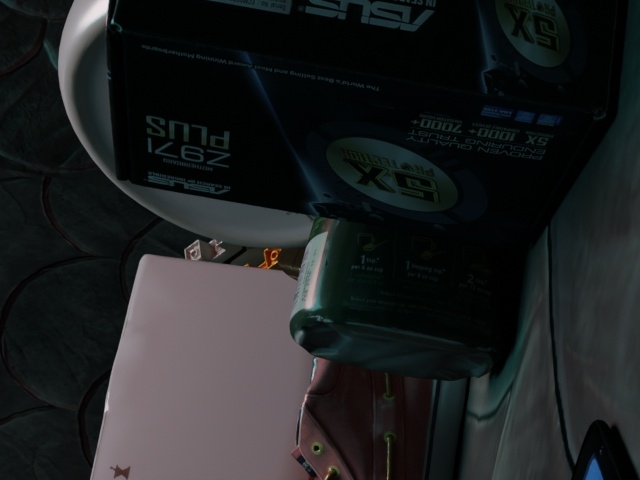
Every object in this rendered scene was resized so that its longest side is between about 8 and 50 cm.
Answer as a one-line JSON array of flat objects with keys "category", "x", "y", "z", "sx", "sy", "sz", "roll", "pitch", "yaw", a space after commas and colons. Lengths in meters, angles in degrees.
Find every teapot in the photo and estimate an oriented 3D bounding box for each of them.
[{"category": "teapot", "x": -0.031, "y": -0.133, "z": 1.074, "sx": 0.252, "sy": 0.256, "sz": 0.187, "roll": 85, "pitch": -159, "yaw": -48}]

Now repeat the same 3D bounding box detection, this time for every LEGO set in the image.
[{"category": "LEGO set", "x": 0.000, "y": 0.000, "z": 1.402, "sx": 0.227, "sy": 0.093, "sz": 0.087, "roll": -34, "pitch": 50, "yaw": 31}]

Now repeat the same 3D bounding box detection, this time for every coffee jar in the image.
[{"category": "coffee jar", "x": 0.046, "y": -0.034, "z": 0.770, "sx": 0.079, "sy": 0.096, "sz": 0.184, "roll": 114, "pitch": 167, "yaw": -71}]

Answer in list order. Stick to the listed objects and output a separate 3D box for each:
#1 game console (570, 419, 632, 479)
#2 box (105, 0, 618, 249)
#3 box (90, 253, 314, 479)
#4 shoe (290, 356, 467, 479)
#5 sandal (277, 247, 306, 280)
[{"category": "game console", "x": 0.045, "y": 0.114, "z": 0.465, "sx": 0.122, "sy": 0.107, "sz": 0.071, "roll": -85, "pitch": -23, "yaw": -75}, {"category": "box", "x": 0.012, "y": -0.068, "z": 0.658, "sx": 0.147, "sy": 0.180, "sz": 0.077, "roll": 106, "pitch": 174, "yaw": -70}, {"category": "box", "x": -0.074, "y": 0.196, "z": 1.424, "sx": 0.345, "sy": 0.168, "sz": 0.215, "roll": 87, "pitch": -170, "yaw": -59}, {"category": "shoe", "x": 0.023, "y": 0.126, "z": 0.836, "sx": 0.063, "sy": 0.081, "sz": 0.178, "roll": 105, "pitch": 174, "yaw": -71}, {"category": "sandal", "x": 0.033, "y": 0.011, "z": 1.163, "sx": 0.090, "sy": 0.060, "sz": 0.219, "roll": -47, "pitch": 22, "yaw": -8}]
